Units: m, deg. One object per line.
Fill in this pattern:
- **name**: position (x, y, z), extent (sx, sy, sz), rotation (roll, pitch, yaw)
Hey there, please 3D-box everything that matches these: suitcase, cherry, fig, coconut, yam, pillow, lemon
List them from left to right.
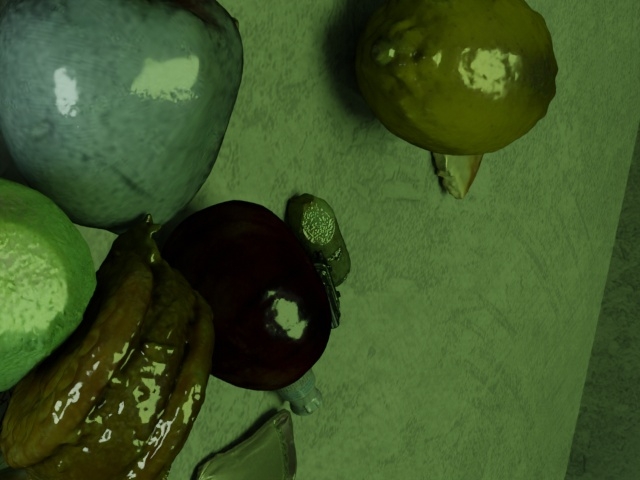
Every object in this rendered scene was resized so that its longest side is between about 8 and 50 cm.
- **coconut**: position (-0.317, 0.040, 1.056), extent (0.205, 0.236, 0.235), rotation (40, 61, -20)
- **cherry**: position (-0.192, -0.150, 1.178), extent (0.255, 0.218, 0.296), rotation (-26, 129, -63)
- **fig**: position (-0.094, 0.071, 1.452), extent (0.215, 0.235, 0.235), rotation (-17, 123, -16)
- **pillow**: position (-0.102, 0.330, 1.714), extent (0.233, 0.038, 0.130), rotation (-27, 121, -52)
- **suitcase**: position (-0.021, 0.075, 1.704), extent (0.059, 0.086, 0.126), rotation (-87, 165, -46)
- **yam**: position (0.000, 0.000, 1.731), extent (0.069, 0.070, 0.146), rotation (-58, 147, -31)
- **lemon**: position (0.190, -0.254, 1.770), extent (0.316, 0.285, 0.285), rotation (3, 102, -17)

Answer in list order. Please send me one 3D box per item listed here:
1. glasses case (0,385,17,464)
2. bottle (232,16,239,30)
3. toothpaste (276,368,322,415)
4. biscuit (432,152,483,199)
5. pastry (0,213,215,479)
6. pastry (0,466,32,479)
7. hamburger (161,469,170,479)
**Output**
- **glasses case**: position (-0.355, 0.169, 1.151), extent (0.355, 0.085, 0.137), rotation (-42, 138, -48)
- **bottle**: position (-0.120, -0.218, 1.457), extent (0.045, 0.045, 0.096), rotation (-28, 126, -54)
- **toothpaste**: position (-0.056, 0.162, 1.712), extent (0.089, 0.057, 0.234), rotation (-40, 137, -15)
- **biscuit**: position (0.235, -0.234, 2.084), extent (0.204, 0.040, 0.309), rotation (-59, 147, -29)
- **pastry**: position (-0.190, 0.131, 1.122), extent (0.240, 0.132, 0.235), rotation (-47, -159, 19)
- **pastry**: position (-0.306, 0.301, 1.224), extent (0.156, 0.156, 0.092), rotation (-56, 138, -33)
- **hamburger**: position (-0.228, 0.264, 1.381), extent (0.189, 0.093, 0.164), rotation (-52, 158, -44)
